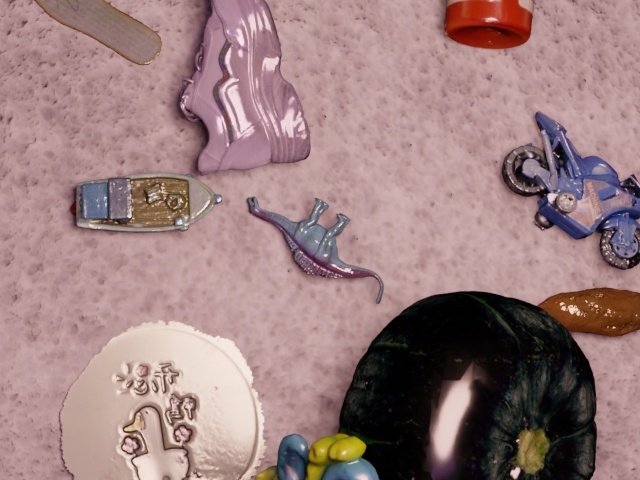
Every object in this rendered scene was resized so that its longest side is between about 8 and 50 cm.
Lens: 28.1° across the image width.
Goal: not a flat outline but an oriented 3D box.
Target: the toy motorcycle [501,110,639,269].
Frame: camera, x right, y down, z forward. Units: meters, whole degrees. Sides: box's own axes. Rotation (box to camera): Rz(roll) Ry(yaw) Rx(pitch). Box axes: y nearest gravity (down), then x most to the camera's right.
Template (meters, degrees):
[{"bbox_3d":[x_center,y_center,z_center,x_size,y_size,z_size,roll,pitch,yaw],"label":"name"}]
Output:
[{"bbox_3d":[0.315,-0.058,1.528,0.205,0.076,0.114,38,71,0],"label":"toy motorcycle"}]

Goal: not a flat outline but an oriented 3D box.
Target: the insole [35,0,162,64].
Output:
[{"bbox_3d":[-0.270,-0.270,1.509,0.188,0.004,0.064,33,81,-2],"label":"insole"}]

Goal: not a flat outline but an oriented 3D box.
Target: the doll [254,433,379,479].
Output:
[{"bbox_3d":[0.006,0.366,1.304,0.098,0.346,0.341,-13,83,-37],"label":"doll"}]

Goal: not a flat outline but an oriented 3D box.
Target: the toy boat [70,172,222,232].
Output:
[{"bbox_3d":[-0.199,-0.044,1.463,0.172,0.059,0.069,-1,83,-7],"label":"toy boat"}]

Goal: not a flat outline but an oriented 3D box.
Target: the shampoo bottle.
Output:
[{"bbox_3d":[0.213,-0.377,1.533,0.104,0.104,0.278,8,82,-6],"label":"shampoo bottle"}]

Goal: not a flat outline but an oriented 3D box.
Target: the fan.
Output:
[{"bbox_3d":[-0.170,0.296,1.449,0.233,0.012,0.415,-5,81,-7],"label":"fan"}]

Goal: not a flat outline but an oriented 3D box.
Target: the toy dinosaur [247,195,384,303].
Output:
[{"bbox_3d":[0.000,0.000,1.493,0.197,0.045,0.080,36,93,5],"label":"toy dinosaur"}]

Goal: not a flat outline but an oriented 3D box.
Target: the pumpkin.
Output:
[{"bbox_3d":[0.154,0.205,1.394,0.315,0.238,0.315,1,88,-31],"label":"pumpkin"}]

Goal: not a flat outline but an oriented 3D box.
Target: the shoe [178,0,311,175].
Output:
[{"bbox_3d":[-0.108,-0.193,1.476,0.137,0.095,0.245,-19,92,-12],"label":"shoe"}]

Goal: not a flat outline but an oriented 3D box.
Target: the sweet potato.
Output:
[{"bbox_3d":[0.353,0.084,1.517,0.205,0.068,0.060,-3,90,-16],"label":"sweet potato"}]
